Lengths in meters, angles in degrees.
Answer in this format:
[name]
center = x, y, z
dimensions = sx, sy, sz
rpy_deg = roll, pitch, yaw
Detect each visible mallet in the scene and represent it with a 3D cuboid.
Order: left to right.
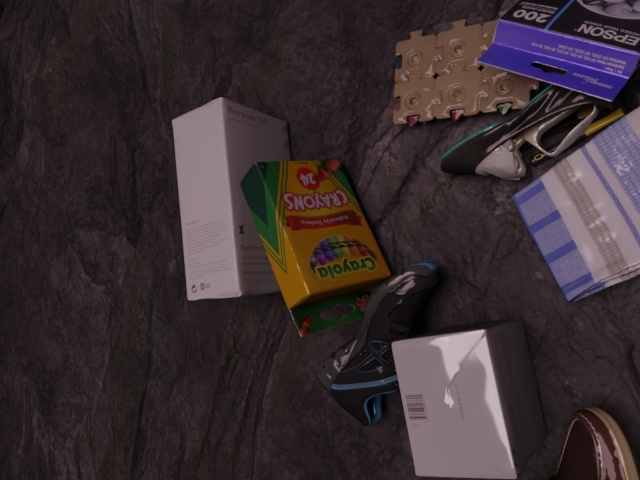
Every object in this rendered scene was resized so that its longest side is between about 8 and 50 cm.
[mallet]
center = 0.418, -0.162, 0.765
dimensions = 0.190, 0.039, 0.062
rpy_deg = -39, 64, 31

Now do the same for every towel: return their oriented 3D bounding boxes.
[towel]
center = 0.424, -0.059, 0.700
dimensions = 0.285, 0.034, 0.209
rpy_deg = -41, 55, 41

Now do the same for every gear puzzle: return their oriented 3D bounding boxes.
[gear puzzle]
center = 0.289, -0.296, 0.858
dimensions = 0.339, 0.044, 0.175
rpy_deg = 0, 86, 31

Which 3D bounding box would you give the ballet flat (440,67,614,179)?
[ballet flat]
center = 0.316, -0.159, 0.781
dimensions = 0.280, 0.095, 0.096
rpy_deg = -35, 64, 35

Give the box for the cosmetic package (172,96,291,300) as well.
[cosmetic package]
center = -0.169, -0.075, 1.051
dimensions = 0.156, 0.217, 0.385
rpy_deg = -10, 84, 34

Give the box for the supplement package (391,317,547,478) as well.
[supplement package]
center = 0.233, 0.231, 0.767
dimensions = 0.149, 0.203, 0.194
rpy_deg = -15, 79, 33

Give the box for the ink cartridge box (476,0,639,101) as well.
[ink cartridge box]
center = 0.373, -0.306, 0.726
dimensions = 0.206, 0.045, 0.208
rpy_deg = 31, 67, 31

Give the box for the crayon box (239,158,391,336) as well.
[crayon box]
center = 0.000, 0.000, 0.934
dimensions = 0.081, 0.202, 0.318
rpy_deg = -42, 66, 47

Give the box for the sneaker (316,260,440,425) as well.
[sneaker]
center = 0.130, 0.184, 0.894
dimensions = 0.139, 0.125, 0.341
rpy_deg = 46, 122, 29

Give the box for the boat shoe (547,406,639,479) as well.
[boat shoe]
center = 0.354, 0.407, 0.703
dimensions = 0.123, 0.123, 0.342
rpy_deg = 2, 96, -4
